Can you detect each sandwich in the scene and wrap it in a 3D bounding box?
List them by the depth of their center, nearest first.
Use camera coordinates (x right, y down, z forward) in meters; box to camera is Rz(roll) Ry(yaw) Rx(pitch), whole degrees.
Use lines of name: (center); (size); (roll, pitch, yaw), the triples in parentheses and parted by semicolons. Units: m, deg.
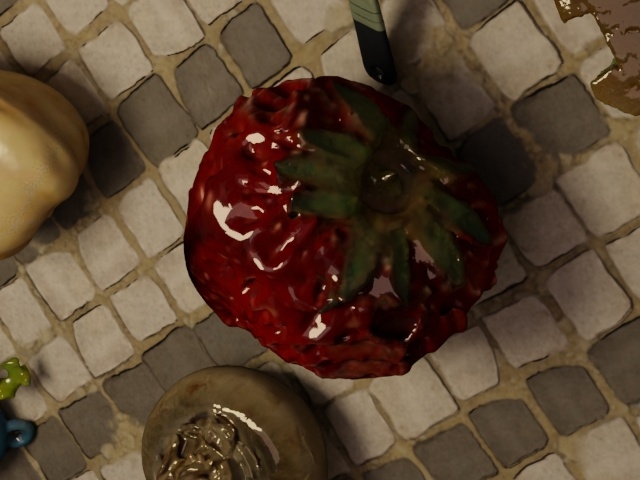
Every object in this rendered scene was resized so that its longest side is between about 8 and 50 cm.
sandwich: (0.322, -0.176, 1.623); (0.128, 0.122, 0.235); (-20, 98, 31)

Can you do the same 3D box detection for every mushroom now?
mushroom: (-0.100, 0.254, 1.977); (0.226, 0.178, 0.226); (5, 104, 19)

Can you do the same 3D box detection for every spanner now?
spanner: (0.040, -0.250, 1.703); (0.087, 0.024, 0.316); (26, 156, 27)

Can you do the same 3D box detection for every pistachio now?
pistachio: (-0.406, -0.095, 2.002); (0.321, 0.229, 0.238); (10, 139, 37)

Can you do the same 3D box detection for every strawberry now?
strawberry: (0.000, 0.000, 1.804); (0.345, 0.317, 0.295); (147, 132, -64)

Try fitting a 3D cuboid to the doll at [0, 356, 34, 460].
doll: (-0.529, 0.254, 2.210); (0.341, 0.099, 0.346); (1, 128, -3)
